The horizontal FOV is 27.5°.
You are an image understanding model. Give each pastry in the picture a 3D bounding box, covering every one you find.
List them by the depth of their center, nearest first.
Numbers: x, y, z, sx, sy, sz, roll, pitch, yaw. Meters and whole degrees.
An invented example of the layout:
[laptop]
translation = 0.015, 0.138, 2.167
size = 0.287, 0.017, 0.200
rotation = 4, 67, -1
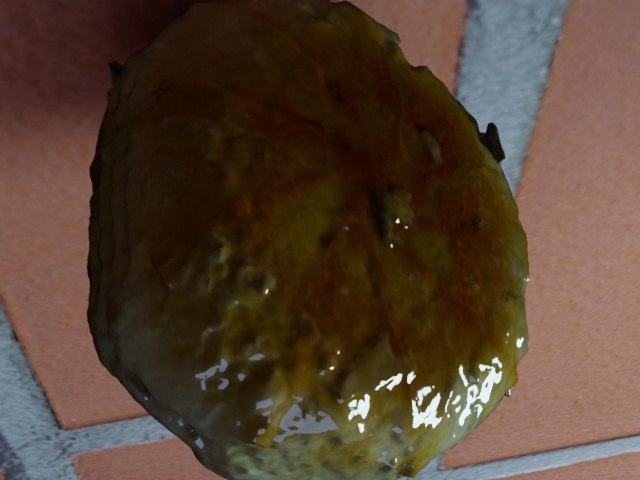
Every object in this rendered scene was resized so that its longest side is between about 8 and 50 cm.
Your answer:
[pastry]
translation = 0.000, 0.000, 0.513
size = 0.182, 0.192, 0.093
rotation = 13, 152, -33
